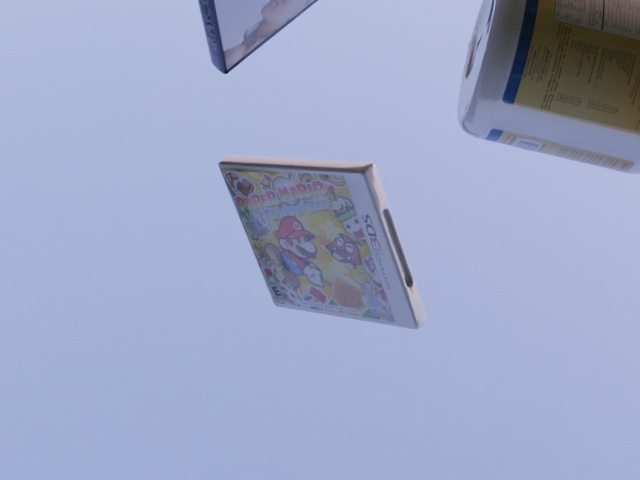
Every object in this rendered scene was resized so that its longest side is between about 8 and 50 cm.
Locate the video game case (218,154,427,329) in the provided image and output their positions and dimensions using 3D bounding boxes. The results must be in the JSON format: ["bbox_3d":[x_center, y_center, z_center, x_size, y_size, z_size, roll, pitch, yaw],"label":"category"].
[{"bbox_3d":[0.000,0.000,1.395,0.227,0.206,0.026,7,-143,43],"label":"video game case"}]

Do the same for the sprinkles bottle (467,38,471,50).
[{"bbox_3d":[0.355,-0.315,1.564,0.355,0.121,0.121,-39,-116,-5],"label":"sprinkles bottle"}]

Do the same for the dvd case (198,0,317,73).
[{"bbox_3d":[0.000,-0.261,1.029,0.253,0.180,0.022,-41,-107,-13],"label":"dvd case"}]

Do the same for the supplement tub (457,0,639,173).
[{"bbox_3d":[0.225,-0.136,1.021,0.200,0.144,0.144,13,-117,-2],"label":"supplement tub"}]
